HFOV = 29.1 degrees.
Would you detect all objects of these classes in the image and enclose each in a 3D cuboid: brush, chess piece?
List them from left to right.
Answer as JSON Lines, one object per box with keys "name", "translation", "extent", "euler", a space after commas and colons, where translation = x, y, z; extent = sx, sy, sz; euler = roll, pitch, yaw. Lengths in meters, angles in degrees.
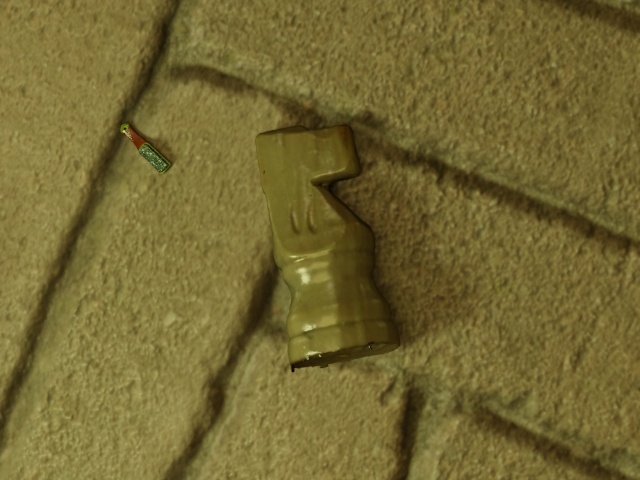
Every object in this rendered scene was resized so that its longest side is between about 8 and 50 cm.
{"name": "brush", "translation": [-0.225, -0.119, 1.561], "extent": [0.083, 0.021, 0.019], "euler": [45, 100, 8]}
{"name": "chess piece", "translation": [0.000, 0.000, 1.484], "extent": [0.137, 0.137, 0.301], "euler": [-15, 77, 10]}
